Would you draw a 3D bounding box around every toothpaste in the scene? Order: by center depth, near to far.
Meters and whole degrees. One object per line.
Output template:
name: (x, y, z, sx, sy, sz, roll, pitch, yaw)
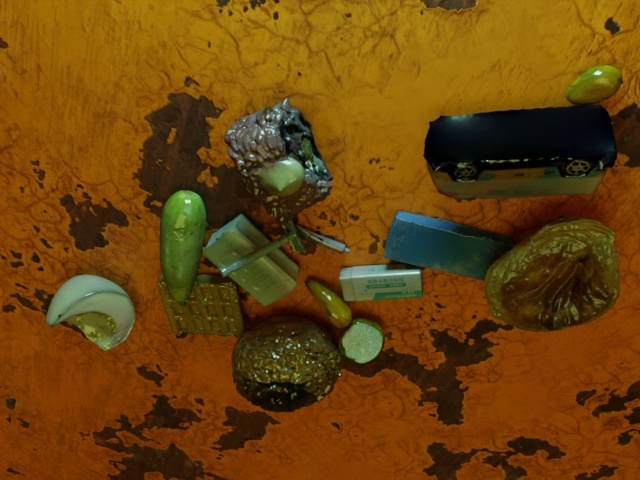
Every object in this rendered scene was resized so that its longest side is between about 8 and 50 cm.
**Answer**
toothpaste: (0.000, 0.000, 1.660, 0.170, 0.028, 0.045, 21, 135, -4)

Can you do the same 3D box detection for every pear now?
pear: (0.117, 0.291, 1.817, 0.141, 0.104, 0.140, -1, 97, -9)

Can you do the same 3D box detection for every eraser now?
eraser: (0.330, 0.018, 1.608, 0.312, 0.042, 0.144, 13, 129, 0)
eraser: (0.171, 0.116, 1.704, 0.225, 0.052, 0.095, -5, 129, 12)

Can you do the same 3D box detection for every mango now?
mango: (0.576, -0.325, 1.294, 0.114, 0.057, 0.079, -21, 132, 31)
mango: (0.025, 0.179, 1.750, 0.066, 0.101, 0.187, -44, 86, -7)

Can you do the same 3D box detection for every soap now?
soap: (-0.188, 0.057, 1.693, 0.150, 0.094, 0.261, -33, 116, 29)

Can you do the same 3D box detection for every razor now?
razor: (-0.155, 0.034, 1.593, 0.068, 0.232, 0.106, 3, 120, 65)

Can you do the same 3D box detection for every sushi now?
sushi: (-0.086, -0.178, 1.414, 0.171, 0.236, 0.270, -24, 117, 15)

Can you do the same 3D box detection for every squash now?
squash: (-0.383, 0.031, 1.673, 0.119, 0.118, 0.370, 14, 121, -1)

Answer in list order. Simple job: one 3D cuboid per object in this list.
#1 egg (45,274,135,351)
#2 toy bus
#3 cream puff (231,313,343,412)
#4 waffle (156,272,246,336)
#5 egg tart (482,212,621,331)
egg: (-0.693, 0.191, 1.845, 0.206, 0.162, 0.271, -51, 145, 3)
toy bus: (0.425, -0.179, 1.352, 0.387, 0.171, 0.162, -1, 146, 11)
cream puff: (-0.098, 0.388, 1.840, 0.343, 0.231, 0.327, 34, 121, -22)
waffle: (-0.354, 0.195, 1.853, 0.248, 0.055, 0.221, 2, 127, 9)
egg tart: (0.573, 0.087, 1.546, 0.340, 0.153, 0.351, -20, 124, 19)
